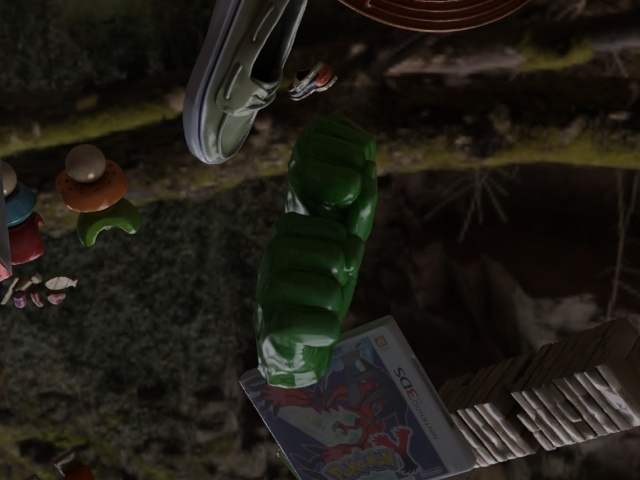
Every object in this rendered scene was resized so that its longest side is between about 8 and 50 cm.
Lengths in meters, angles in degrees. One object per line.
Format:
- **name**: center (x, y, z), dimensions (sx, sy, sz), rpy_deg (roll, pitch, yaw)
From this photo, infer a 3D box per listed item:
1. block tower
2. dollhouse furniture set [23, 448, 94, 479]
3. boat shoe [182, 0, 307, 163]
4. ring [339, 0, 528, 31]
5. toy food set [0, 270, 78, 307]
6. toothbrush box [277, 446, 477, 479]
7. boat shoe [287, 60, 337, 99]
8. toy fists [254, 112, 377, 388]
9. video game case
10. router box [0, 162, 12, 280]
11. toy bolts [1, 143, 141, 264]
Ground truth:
- **block tower**: center (0.259, 0.188, 1.273), dimensions (0.097, 0.091, 0.335), rpy_deg (-47, -170, -36)
- **dollhouse furniture set**: center (-0.449, 0.505, 1.785), dimensions (0.259, 0.135, 0.262), rpy_deg (-32, -130, -13)
- **boat shoe**: center (-0.099, -0.213, 1.367), dimensions (0.094, 0.302, 0.109), rpy_deg (37, -139, 24)
- **ring**: center (0.100, -0.362, 0.996), dimensions (0.336, 0.337, 0.032), rpy_deg (-11, 180, -15)
- **toy food set**: center (-0.465, 0.081, 1.758), dimensions (0.122, 0.078, 0.019), rpy_deg (10, -150, -51)
- **toothbrush box**: center (0.088, 0.358, 1.654), dimensions (0.122, 0.206, 0.283), rpy_deg (-23, -118, -39)
- **boat shoe**: center (-0.022, -0.271, 1.808), dimensions (0.049, 0.043, 0.137), rpy_deg (-55, -158, -20)
- **toy fists**: center (0.000, 0.000, 1.023), dimensions (0.096, 0.142, 0.279), rpy_deg (9, -129, 8)
- **video game case**: center (0.036, 0.189, 1.134), dimensions (0.201, 0.183, 0.023), rpy_deg (-25, -169, 32)
- **router box**: center (-0.399, -0.148, 0.953), dimensions (0.082, 0.301, 0.335), rpy_deg (-27, -139, 1)
- **toy bolts**: center (-0.419, -0.092, 1.665), dimensions (0.228, 0.158, 0.218), rpy_deg (-19, -139, -7)
